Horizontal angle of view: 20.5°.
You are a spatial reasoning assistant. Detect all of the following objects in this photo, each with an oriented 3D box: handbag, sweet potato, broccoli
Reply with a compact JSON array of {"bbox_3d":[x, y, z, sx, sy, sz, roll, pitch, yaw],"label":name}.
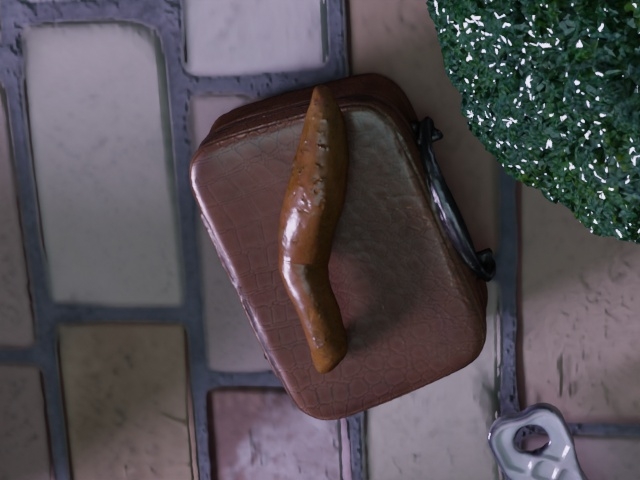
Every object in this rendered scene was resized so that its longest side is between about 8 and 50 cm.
[{"bbox_3d":[0.019,0.002,1.061,0.151,0.072,0.193,-17,107,14],"label":"handbag"},{"bbox_3d":[-0.004,-0.001,1.005,0.044,0.044,0.179,4,112,6],"label":"sweet potato"},{"bbox_3d":[0.183,-0.132,0.906,0.245,0.265,0.294,-19,103,-25],"label":"broccoli"}]

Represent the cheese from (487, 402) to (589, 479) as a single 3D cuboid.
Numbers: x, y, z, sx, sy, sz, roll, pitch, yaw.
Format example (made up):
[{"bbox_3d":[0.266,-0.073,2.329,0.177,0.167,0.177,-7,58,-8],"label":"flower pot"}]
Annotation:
[{"bbox_3d":[0.162,0.227,1.133,0.249,0.071,0.163,44,110,-11],"label":"cheese"}]
